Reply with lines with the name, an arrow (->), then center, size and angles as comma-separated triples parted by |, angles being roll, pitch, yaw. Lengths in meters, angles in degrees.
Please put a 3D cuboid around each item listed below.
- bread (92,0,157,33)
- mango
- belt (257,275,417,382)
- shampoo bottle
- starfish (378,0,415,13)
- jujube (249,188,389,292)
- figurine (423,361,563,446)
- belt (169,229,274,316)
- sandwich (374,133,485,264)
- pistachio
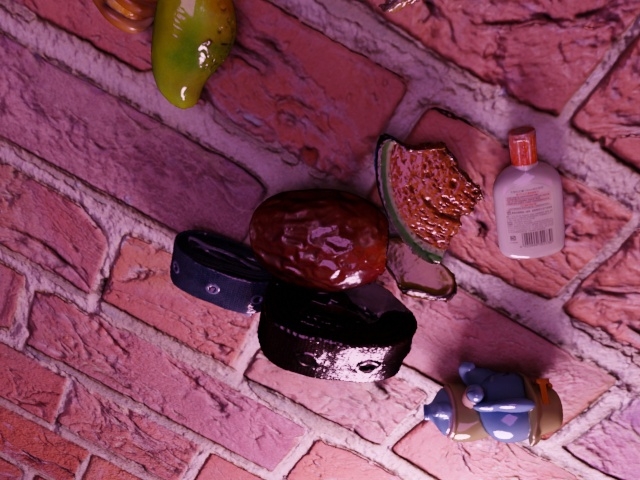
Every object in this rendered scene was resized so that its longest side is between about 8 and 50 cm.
bread -> -0.290, -0.409, 0.783 | 0.119, 0.084, 0.177 | 45, 122, -11
mango -> -0.200, -0.316, 0.789 | 0.125, 0.111, 0.233 | 12, 131, -9
belt -> 0.027, 0.170, 0.947 | 0.289, 0.184, 0.164 | 12, 129, -2
shampoo bottle -> 0.341, -0.075, 0.826 | 0.108, 0.051, 0.221 | -8, 115, 18
starfish -> 0.299, -0.416, 0.586 | 0.398, 0.132, 0.384 | 39, 123, 36
jujube -> 0.000, 0.000, 0.871 | 0.243, 0.183, 0.183 | 5, 118, 14
figurine -> 0.335, 0.328, 0.987 | 0.262, 0.154, 0.180 | -4, 128, 11
belt -> -0.194, 0.073, 0.991 | 0.218, 0.122, 0.128 | 22, 123, 0
sandwich -> 0.169, -0.087, 0.852 | 0.159, 0.079, 0.235 | -39, 107, 17
pistachio -> 0.174, 0.058, 0.938 | 0.173, 0.049, 0.089 | 35, 99, 1
